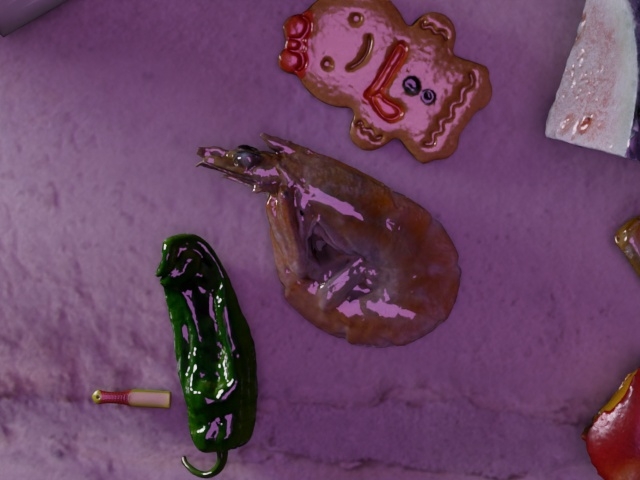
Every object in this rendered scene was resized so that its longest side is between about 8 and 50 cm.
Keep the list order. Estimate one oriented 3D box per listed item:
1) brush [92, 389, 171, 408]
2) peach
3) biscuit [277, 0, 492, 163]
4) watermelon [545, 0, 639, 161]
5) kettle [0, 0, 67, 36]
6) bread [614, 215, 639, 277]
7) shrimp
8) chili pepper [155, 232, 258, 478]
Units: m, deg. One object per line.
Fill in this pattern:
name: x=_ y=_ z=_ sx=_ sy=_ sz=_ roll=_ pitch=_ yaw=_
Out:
brush: x=-0.200 y=0.166 z=1.828 sx=0.083 sy=0.021 sz=0.019 roll=2 pitch=94 yaw=-8
peach: x=0.356 y=0.197 z=1.815 sx=0.151 sy=0.151 sz=0.118 roll=47 pitch=135 yaw=-4
biscuit: x=0.066 y=-0.181 z=1.814 sx=0.225 sy=0.036 sz=0.166 roll=36 pitch=92 yaw=-3
watermelon: x=0.324 y=-0.119 z=1.755 sx=0.213 sy=0.289 sz=0.320 roll=-23 pitch=109 yaw=28
kettle: x=-0.288 y=-0.291 z=1.773 sx=0.148 sy=0.127 sz=0.098 roll=-28 pitch=126 yaw=-3
bread: x=0.350 y=0.016 z=1.837 sx=0.049 sy=0.033 sz=0.088 roll=-39 pitch=98 yaw=-14
shrimp: x=0.000 y=0.000 z=1.803 sx=0.317 sy=0.077 sz=0.168 roll=28 pitch=94 yaw=-7
chili pepper: x=-0.118 y=0.119 z=1.807 sx=0.100 sy=0.074 sz=0.257 roll=-11 pitch=89 yaw=-4
